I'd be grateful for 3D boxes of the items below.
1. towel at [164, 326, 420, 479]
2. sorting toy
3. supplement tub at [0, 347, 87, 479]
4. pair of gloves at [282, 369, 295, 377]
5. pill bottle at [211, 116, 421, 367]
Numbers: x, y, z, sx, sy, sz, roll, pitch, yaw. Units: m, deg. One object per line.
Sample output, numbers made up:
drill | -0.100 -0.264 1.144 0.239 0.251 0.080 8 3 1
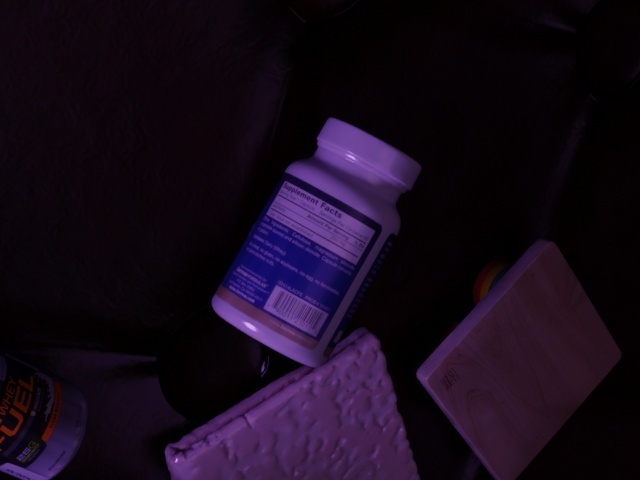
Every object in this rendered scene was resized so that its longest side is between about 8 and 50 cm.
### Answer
towel | -0.023 0.311 1.675 0.317 0.053 0.331 -31 125 -23
sorting toy | 0.258 0.158 1.794 0.255 0.089 0.257 -46 126 -12
supplement tub | -0.348 0.170 1.364 0.190 0.117 0.117 33 87 -38
pair of gloves | -0.014 0.180 1.665 0.083 0.010 0.074 -34 126 -18
pill bottle | 0.000 0.000 1.517 0.153 0.153 0.264 31 89 -38
